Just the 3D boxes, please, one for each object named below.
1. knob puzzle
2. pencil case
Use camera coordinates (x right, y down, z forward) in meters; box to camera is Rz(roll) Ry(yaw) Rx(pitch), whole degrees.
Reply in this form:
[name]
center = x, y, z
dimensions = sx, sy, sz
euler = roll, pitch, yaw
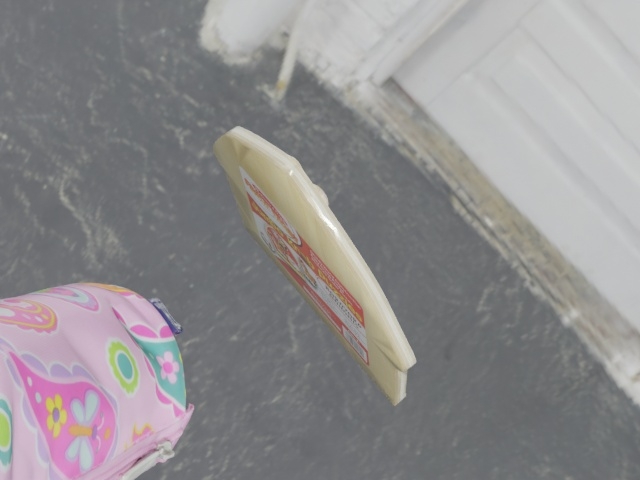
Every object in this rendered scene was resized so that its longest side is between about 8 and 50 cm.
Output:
[knob puzzle]
center = 0.000, 0.000, 0.633
dimensions = 0.030, 0.213, 0.213
euler = -36, 86, -12
[pencil case]
center = -0.151, 0.092, 0.489
dimensions = 0.124, 0.124, 0.284
euler = 54, 11, 5
